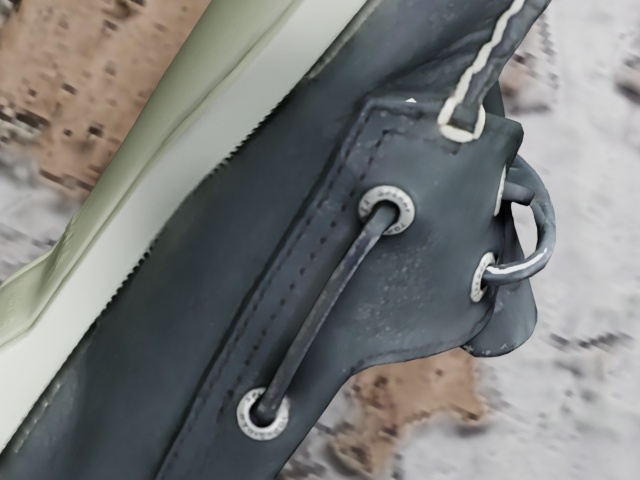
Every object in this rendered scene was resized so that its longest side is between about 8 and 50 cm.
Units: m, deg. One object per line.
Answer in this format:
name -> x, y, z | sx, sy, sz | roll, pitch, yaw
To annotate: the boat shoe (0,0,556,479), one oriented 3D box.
boat shoe -> 0.000, 0.002, 0.429 | 0.113, 0.127, 0.340 | 35, 101, -13
